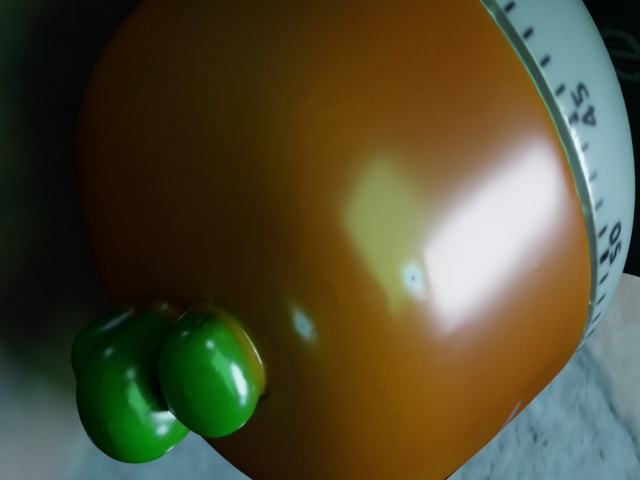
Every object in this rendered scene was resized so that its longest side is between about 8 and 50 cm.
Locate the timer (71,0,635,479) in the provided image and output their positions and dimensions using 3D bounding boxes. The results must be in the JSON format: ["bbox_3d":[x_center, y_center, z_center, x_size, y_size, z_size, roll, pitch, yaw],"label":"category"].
[{"bbox_3d":[0.000,0.000,0.381,0.136,0.099,0.136,-6,98,-46],"label":"timer"}]

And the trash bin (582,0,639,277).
[{"bbox_3d":[0.144,-0.098,0.459,0.225,0.165,0.115,-52,138,-24],"label":"trash bin"}]
